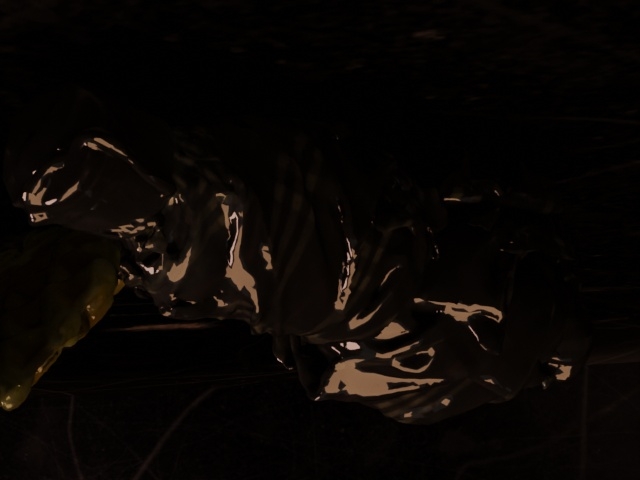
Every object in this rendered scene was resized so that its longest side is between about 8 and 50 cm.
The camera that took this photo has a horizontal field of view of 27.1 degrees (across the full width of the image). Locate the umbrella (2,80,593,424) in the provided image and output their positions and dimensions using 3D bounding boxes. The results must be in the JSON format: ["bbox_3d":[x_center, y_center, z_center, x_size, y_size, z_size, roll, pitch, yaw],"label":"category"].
[{"bbox_3d":[-0.008,0.004,0.596,0.337,0.128,0.154,13,146,-40],"label":"umbrella"}]

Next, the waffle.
[{"bbox_3d":[-0.172,0.049,0.691,0.169,0.036,0.183,-14,-151,45],"label":"waffle"}]
